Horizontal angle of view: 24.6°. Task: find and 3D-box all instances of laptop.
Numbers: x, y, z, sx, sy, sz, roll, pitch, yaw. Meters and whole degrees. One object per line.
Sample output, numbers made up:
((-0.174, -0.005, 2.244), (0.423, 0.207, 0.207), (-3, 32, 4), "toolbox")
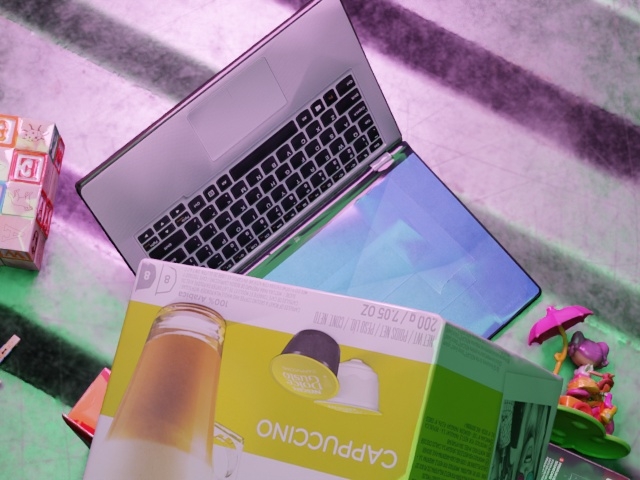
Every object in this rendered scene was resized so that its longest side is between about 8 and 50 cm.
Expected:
((0.000, 0.000, 1.723), (0.382, 0.408, 0.236), (-40, 44, -12), "laptop")

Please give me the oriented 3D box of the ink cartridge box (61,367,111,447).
((-0.204, 0.222, 1.646), (0.134, 0.231, 0.078), (35, 76, 8), "ink cartridge box")

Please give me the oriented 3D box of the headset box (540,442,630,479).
((0.201, 0.328, 1.681), (0.293, 0.110, 0.218), (23, 78, 6), "headset box")

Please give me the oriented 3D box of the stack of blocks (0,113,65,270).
((-0.481, -0.073, 1.804), (0.297, 0.087, 0.171), (8, 74, 1), "stack of blocks")

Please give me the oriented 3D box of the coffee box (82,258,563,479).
((0.001, 0.237, 1.473), (0.338, 0.338, 0.334), (10, 81, 29), "coffee box")

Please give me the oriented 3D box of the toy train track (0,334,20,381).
((-0.394, 0.150, 1.779), (0.048, 0.014, 0.083), (34, 70, 16), "toy train track")

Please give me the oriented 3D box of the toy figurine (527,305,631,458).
((0.303, 0.157, 1.749), (0.173, 0.130, 0.159), (23, 63, -17), "toy figurine")
